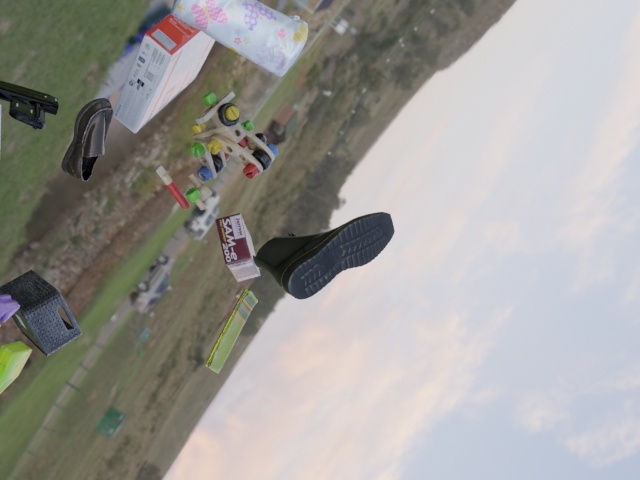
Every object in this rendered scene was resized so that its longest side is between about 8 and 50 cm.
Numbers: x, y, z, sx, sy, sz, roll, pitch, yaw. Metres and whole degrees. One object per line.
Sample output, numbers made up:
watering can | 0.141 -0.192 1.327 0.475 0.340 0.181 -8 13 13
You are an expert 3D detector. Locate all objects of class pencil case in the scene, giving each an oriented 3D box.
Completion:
pencil case | -0.159 -0.442 1.382 0.124 0.273 0.113 -55 -157 25

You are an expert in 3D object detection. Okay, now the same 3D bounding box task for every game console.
game console | -0.936 -0.427 2.167 0.044 0.213 0.361 -67 -151 16

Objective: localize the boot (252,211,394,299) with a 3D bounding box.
boot | 0.000 0.000 1.052 0.198 0.076 0.137 -28 -151 -22

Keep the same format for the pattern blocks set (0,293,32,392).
pattern blocks set | -0.377 0.175 0.632 0.325 0.026 0.285 -53 177 21

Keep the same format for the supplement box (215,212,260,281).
supplement box | -0.222 0.024 1.873 0.073 0.130 0.239 -15 166 -4

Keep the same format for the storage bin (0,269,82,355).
storage bin | -0.598 0.151 1.461 0.084 0.122 0.180 -35 -144 -30

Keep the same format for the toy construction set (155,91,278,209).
toy construction set | -0.297 -0.255 1.815 0.309 0.237 0.257 -39 -148 -10

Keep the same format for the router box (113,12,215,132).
router box | -0.392 -0.479 1.828 0.335 0.082 0.301 -44 -170 50

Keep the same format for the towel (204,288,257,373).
towel | -0.244 0.254 1.922 0.237 0.021 0.102 -63 158 -16

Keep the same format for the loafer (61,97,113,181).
loafer | -0.524 -0.229 1.597 0.080 0.078 0.220 -25 152 -56
